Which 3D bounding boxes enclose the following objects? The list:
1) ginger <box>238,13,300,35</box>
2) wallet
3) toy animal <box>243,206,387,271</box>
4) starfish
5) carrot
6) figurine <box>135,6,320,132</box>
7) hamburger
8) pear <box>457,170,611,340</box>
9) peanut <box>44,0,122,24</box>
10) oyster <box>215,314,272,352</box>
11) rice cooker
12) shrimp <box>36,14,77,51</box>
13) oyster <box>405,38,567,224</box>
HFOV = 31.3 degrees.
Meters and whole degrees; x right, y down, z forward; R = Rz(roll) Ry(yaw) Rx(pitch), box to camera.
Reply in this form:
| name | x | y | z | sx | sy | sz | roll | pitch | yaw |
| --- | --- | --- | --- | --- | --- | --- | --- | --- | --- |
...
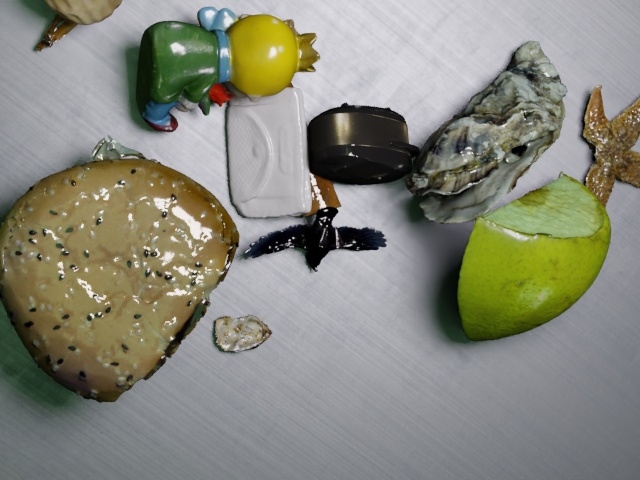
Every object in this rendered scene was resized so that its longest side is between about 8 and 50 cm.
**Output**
| name | x | y | z | sx | sy | sz | roll | pitch | yaw |
| --- | --- | --- | --- | --- | --- | --- | --- | --- | --- |
| ginger | -0.077 | -0.286 | 1.605 | 0.137 | 0.044 | 0.057 | 13 | 83 | -12 |
| wallet | -0.075 | -0.122 | 1.599 | 0.124 | 0.032 | 0.183 | -1 | 96 | 23 |
| toy animal | 0.000 | 0.000 | 1.615 | 0.220 | 0.108 | 0.062 | -5 | 69 | -18 |
| starfish | 0.458 | -0.120 | 1.705 | 0.138 | 0.050 | 0.247 | -5 | 102 | -9 |
| carrot | -0.030 | -0.137 | 1.620 | 0.061 | 0.061 | 0.209 | -18 | 93 | -7 |
| figurine | -0.126 | -0.226 | 1.549 | 0.234 | 0.185 | 0.127 | -9 | 53 | -24 |
| hamburger | -0.289 | 0.031 | 1.521 | 0.277 | 0.195 | 0.318 | 35 | 86 | -12 |
| pear | 0.295 | 0.058 | 1.584 | 0.139 | 0.288 | 0.239 | 35 | 122 | 22 |
| peanut | -0.363 | -0.417 | 1.486 | 0.120 | 0.136 | 0.298 | -35 | 102 | 0 |
| oyster | -0.111 | 0.133 | 1.644 | 0.083 | 0.019 | 0.054 | -1 | 93 | -7 |
| rice cooker | 0.057 | -0.133 | 1.591 | 0.165 | 0.112 | 0.106 | -3 | 81 | -43 |
| shrimp | -0.363 | -0.320 | 1.565 | 0.091 | 0.025 | 0.127 | 34 | 84 | -10 |
| oyster | 0.240 | -0.151 | 1.597 | 0.162 | 0.158 | 0.351 | 18 | 56 | 29 |
